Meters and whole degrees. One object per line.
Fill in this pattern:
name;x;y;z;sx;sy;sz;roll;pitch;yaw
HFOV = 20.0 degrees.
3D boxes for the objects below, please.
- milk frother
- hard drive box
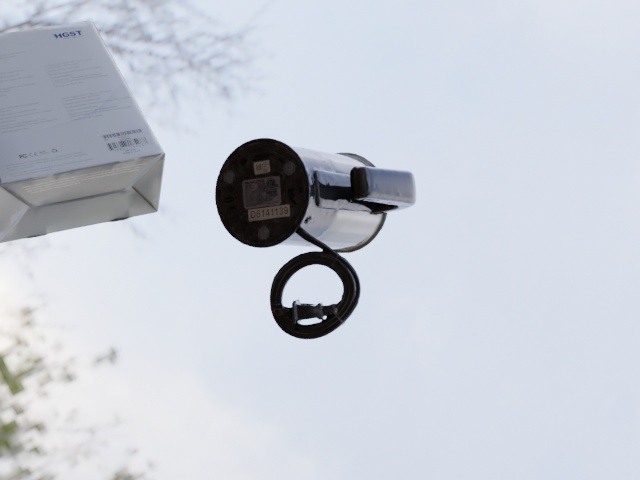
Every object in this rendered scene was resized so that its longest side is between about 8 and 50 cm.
milk frother;0.000;0.000;1.412;0.129;0.135;0.143;13;-86;30
hard drive box;-0.290;-0.120;1.917;0.089;0.181;0.232;102;-32;-44
